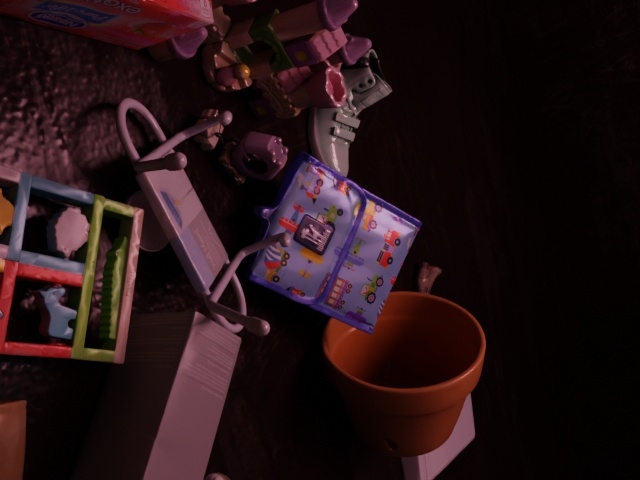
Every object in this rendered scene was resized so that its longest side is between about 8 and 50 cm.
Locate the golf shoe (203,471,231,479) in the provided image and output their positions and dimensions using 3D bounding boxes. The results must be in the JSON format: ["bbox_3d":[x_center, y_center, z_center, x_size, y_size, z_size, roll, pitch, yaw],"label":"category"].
[{"bbox_3d":[-0.154,0.410,0.873,0.086,0.067,0.186,20,68,-53],"label":"golf shoe"}]

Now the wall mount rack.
[{"bbox_3d":[-0.139,-0.027,0.822,0.304,0.130,0.350,-76,143,-67],"label":"wall mount rack"}]

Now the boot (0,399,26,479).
[{"bbox_3d":[-0.364,0.287,0.558,0.236,0.089,0.269,11,74,-64],"label":"boot"}]

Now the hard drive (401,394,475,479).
[{"bbox_3d":[0.284,0.424,1.577,0.353,0.047,0.233,-9,92,-58],"label":"hard drive"}]

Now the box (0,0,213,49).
[{"bbox_3d":[-0.277,-0.332,0.734,0.300,0.142,0.154,-7,91,-58],"label":"box"}]

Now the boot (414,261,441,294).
[{"bbox_3d":[0.265,0.103,1.613,0.118,0.042,0.087,22,73,-53],"label":"boot"}]

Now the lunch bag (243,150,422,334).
[{"bbox_3d":[0.000,0.000,1.105,0.293,0.138,0.221,28,84,-40],"label":"lunch bag"}]

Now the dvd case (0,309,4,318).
[{"bbox_3d":[-0.408,0.027,0.535,0.179,0.029,0.239,-48,120,-40],"label":"dvd case"}]

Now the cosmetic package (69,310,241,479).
[{"bbox_3d":[-0.196,0.211,0.786,0.107,0.127,0.238,41,53,-46],"label":"cosmetic package"}]

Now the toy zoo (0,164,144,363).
[{"bbox_3d":[-0.325,0.023,0.684,0.293,0.030,0.192,18,71,-49],"label":"toy zoo"}]

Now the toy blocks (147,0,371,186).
[{"bbox_3d":[-0.050,-0.293,0.975,0.288,0.260,0.309,54,43,-39],"label":"toy blocks"}]

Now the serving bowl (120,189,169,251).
[{"bbox_3d":[-0.232,-0.025,0.860,0.083,0.027,0.083,15,72,-56],"label":"serving bowl"}]

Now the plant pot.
[{"bbox_3d":[0.150,0.256,1.212,0.291,0.291,0.203,-46,140,-50],"label":"plant pot"}]

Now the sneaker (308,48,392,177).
[{"bbox_3d":[0.060,-0.238,1.240,0.094,0.151,0.256,-2,88,-59],"label":"sneaker"}]
